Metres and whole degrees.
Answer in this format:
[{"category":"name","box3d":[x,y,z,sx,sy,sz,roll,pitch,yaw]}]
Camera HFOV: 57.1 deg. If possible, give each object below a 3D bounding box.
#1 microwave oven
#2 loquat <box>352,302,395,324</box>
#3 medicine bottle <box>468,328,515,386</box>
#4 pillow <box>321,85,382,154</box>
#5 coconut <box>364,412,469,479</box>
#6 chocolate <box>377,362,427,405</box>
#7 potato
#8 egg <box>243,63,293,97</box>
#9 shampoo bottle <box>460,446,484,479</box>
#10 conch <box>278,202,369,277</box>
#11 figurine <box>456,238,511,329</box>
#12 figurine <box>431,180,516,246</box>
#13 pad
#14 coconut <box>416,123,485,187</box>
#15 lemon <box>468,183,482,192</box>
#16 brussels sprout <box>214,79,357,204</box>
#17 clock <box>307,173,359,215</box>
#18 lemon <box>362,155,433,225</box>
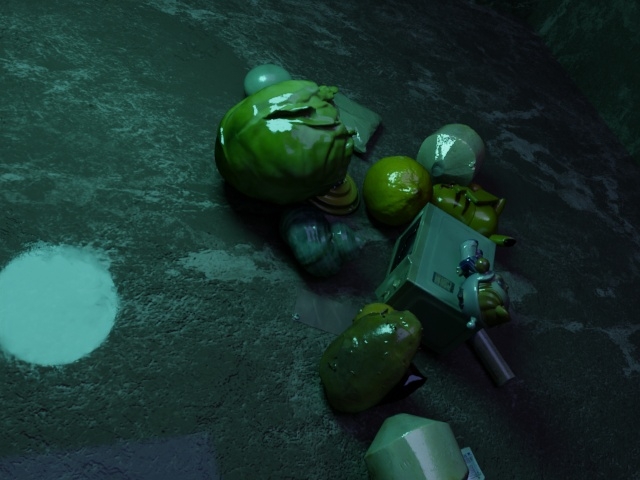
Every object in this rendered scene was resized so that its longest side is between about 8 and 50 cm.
[{"category":"microwave oven","box3d":[0.336,0.117,1.726,0.286,0.218,0.355,31,43,-7]},{"category":"loquat","box3d":[0.150,0.234,1.569,0.141,0.141,0.141,17,46,-18]},{"category":"medicine bottle","box3d":[0.489,0.320,1.754,0.059,0.059,0.231,-10,58,-37]},{"category":"pillow","box3d":[0.084,-0.459,2.183,0.274,0.076,0.280,30,43,-2]},{"category":"coconut","box3d":[0.214,0.499,1.324,0.241,0.241,0.241,17,46,-18]},{"category":"chocolate","box3d":[0.196,0.356,1.503,0.080,0.149,0.125,63,12,28]},{"category":"potato","box3d":[0.121,0.282,1.429,0.191,0.296,0.141,50,4,36]},{"category":"egg","box3d":[-0.177,-0.535,2.038,0.192,0.149,0.149,-17,63,-42]},{"category":"shampoo bottle","box3d":[0.367,0.574,1.468,0.072,0.043,0.099,-6,57,-34]},{"category":"conch","box3d":[0.000,0.000,1.673,0.277,0.195,0.220,5,32,15]},{"category":"figurine","box3d":[0.411,0.105,1.533,0.194,0.133,0.274,52,23,-55]},{"category":"figurine","box3d":[0.508,-0.096,2.050,0.327,0.169,0.218,26,49,-8]},{"category":"pad","box3d":[0.017,0.201,1.613,0.188,0.006,0.113,22,44,-13]},{"category":"coconut","box3d":[0.475,-0.299,2.166,0.239,0.239,0.244,39,43,5]},{"category":"lemon","box3d":[0.587,-0.188,2.256,0.083,0.062,0.062,5,50,-37]},{"category":"brussels sprout","box3d":[-0.120,-0.274,1.673,0.361,0.425,0.342,-7,98,-15]},{"category":"clock","box3d":[0.032,-0.186,1.927,0.237,0.057,0.237,16,47,-17]},{"category":"lemon","box3d":[0.248,-0.161,1.902,0.236,0.236,0.263,48,5,14]}]
